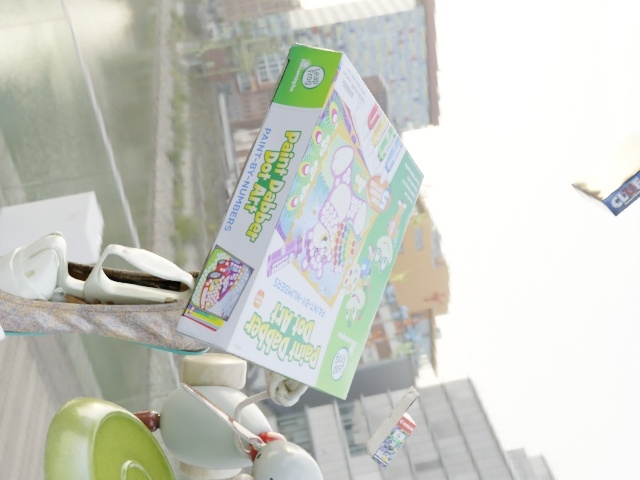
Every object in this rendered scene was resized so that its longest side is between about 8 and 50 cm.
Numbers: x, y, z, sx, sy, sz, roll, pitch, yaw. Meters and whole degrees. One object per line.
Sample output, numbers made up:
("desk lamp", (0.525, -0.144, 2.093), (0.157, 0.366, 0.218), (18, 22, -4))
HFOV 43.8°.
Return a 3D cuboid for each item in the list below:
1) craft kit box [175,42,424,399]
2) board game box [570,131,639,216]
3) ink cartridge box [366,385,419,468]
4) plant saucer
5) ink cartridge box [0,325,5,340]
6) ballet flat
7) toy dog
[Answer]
("craft kit box", (0.000, 0.000, 0.702), (0.247, 0.061, 0.250), (-67, 152, -9))
("board game box", (0.585, -0.132, 1.530), (0.042, 0.165, 0.243), (47, 10, -6))
("ink cartridge box", (0.114, 0.273, 1.169), (0.029, 0.115, 0.063), (38, -1, -4))
("plant saucer", (-0.206, 0.274, 0.852), (0.241, 0.037, 0.241), (62, 9, -18))
("ink cartridge box", (-0.403, 0.103, 0.650), (0.172, 0.237, 0.100), (-22, -83, 58))
("ballet flat", (-0.258, 0.047, 0.869), (0.107, 0.316, 0.106), (-101, -159, -58))
("toy dog", (-0.131, 0.224, 0.909), (0.333, 0.161, 0.220), (143, -58, -61))
